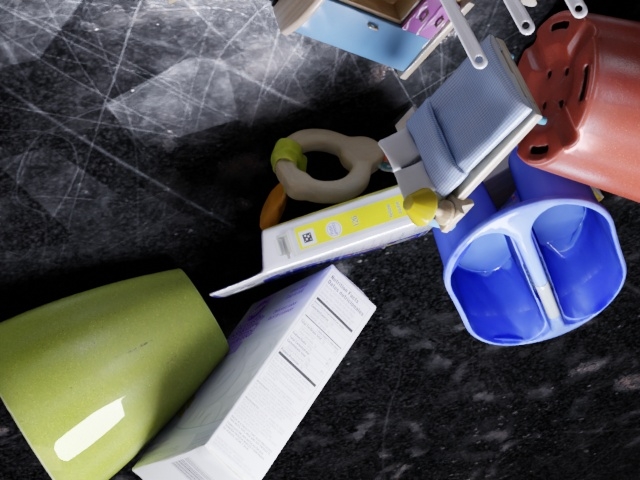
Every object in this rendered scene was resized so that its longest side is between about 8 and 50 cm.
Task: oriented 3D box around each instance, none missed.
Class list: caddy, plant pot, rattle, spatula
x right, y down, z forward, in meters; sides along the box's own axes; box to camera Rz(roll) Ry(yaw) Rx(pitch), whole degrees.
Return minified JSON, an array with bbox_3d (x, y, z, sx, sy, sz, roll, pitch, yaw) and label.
[{"bbox_3d":[0.289,0.022,2.044,0.241,0.179,0.341,-24,143,6],"label":"caddy"},{"bbox_3d":[0.402,-0.166,1.878,0.265,0.272,0.272,11,136,-23],"label":"plant pot"},{"bbox_3d":[0.032,-0.070,1.927,0.200,0.130,0.142,-10,122,-24],"label":"rattle"},{"bbox_3d":[-0.283,0.172,2.034,0.293,0.275,0.275,-31,145,-9],"label":"plant pot"},{"bbox_3d":[0.173,-0.318,1.605,0.168,0.242,0.019,-28,175,8],"label":"spatula"}]

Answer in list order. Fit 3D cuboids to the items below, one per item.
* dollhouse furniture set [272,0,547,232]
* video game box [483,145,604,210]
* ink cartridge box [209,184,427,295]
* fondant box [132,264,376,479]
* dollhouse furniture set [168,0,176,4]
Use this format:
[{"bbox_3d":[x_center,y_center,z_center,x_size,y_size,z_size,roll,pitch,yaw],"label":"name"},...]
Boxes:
[{"bbox_3d":[0.124,-0.209,1.648,0.198,0.303,0.286,14,133,-37],"label":"dollhouse furniture set"},{"bbox_3d":[0.278,-0.063,2.118,0.205,0.048,0.187,-31,139,18],"label":"video game box"},{"bbox_3d":[0.000,0.000,1.948,0.307,0.072,0.303,-16,177,-2],"label":"ink cartridge box"},{"bbox_3d":[-0.092,0.204,2.031,0.096,0.330,0.238,45,147,-12],"label":"fondant box"},{"bbox_3d":[-0.190,-0.293,1.604,0.081,0.091,0.114,1,145,-1],"label":"dollhouse furniture set"}]
